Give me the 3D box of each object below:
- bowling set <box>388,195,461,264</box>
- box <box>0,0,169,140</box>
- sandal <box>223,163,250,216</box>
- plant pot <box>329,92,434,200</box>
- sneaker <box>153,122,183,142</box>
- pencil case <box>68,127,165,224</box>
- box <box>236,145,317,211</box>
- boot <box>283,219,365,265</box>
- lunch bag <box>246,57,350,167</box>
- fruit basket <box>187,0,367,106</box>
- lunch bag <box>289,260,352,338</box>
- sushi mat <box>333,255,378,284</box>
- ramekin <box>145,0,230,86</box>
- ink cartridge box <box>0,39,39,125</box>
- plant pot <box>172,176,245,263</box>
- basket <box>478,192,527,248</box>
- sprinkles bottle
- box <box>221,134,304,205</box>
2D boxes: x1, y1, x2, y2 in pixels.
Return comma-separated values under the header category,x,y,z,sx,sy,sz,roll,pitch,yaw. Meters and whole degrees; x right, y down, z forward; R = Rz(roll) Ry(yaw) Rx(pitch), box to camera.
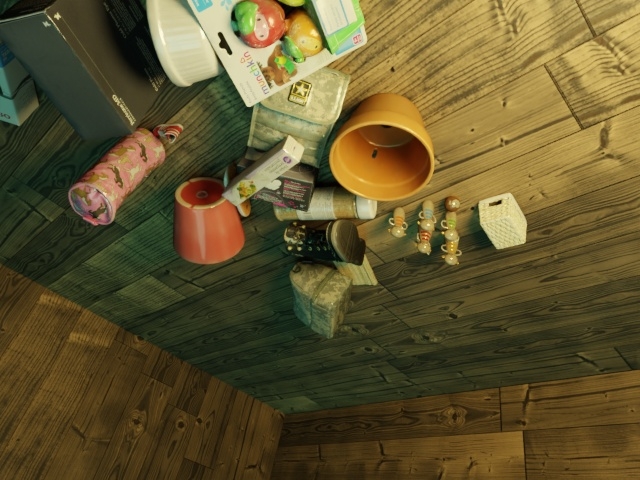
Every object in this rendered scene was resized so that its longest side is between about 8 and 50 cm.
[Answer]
category,x,y,z,sx,sy,sz,roll,pitch,yaw
bowling set,0.394,-0.053,1.655,0.287,0.154,0.199,19,143,-7
box,-0.588,-0.499,1.259,0.179,0.312,0.343,-2,139,20
sandal,-0.277,-0.183,1.751,0.076,0.101,0.265,2,150,13
plant pot,0.184,-0.285,1.384,0.291,0.203,0.290,9,143,6
sneaker,-0.525,-0.358,1.618,0.119,0.067,0.042,-5,138,23
pencil case,-0.658,-0.216,1.576,0.160,0.386,0.167,-9,125,20
box,-0.136,-0.223,1.593,0.248,0.163,0.142,14,140,0
boot,0.000,0.000,1.773,0.285,0.138,0.377,9,173,19
lunch bag,-0.065,-0.381,1.373,0.236,0.168,0.287,17,137,-4
fruit basket,-0.085,-0.516,1.109,0.353,0.165,0.327,-31,134,-2
lunch bag,-0.014,0.248,2.120,0.256,0.212,0.305,23,143,18
sushi mat,0.130,0.095,2.036,0.152,0.019,0.316,-4,139,23
ramekin,-0.315,-0.528,1.190,0.127,0.272,0.272,-5,140,5
ink cartridge box,-1.045,-0.539,1.497,0.223,0.128,0.307,18,142,-7
plant pot,-0.428,-0.086,1.798,0.275,0.274,0.243,9,133,6
basket,0.615,-0.061,1.618,0.113,0.103,0.167,-17,134,35
sprinkles bottle,0.015,-0.132,1.697,0.356,0.121,0.121,0,140,18
box,-0.180,-0.202,1.445,0.063,0.067,0.324,37,137,-26
